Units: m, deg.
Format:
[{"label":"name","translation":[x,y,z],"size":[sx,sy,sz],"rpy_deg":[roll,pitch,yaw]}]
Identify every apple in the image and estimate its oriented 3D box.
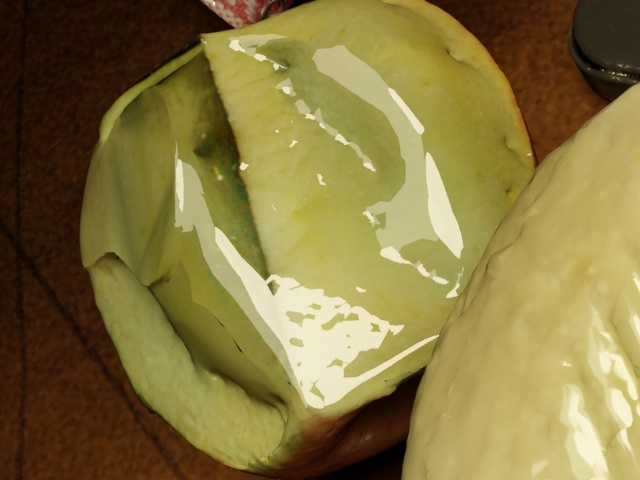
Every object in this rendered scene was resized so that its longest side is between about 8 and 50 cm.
[{"label":"apple","translation":[0.000,0.000,0.699],"size":[0.207,0.174,0.188],"rpy_deg":[-26,76,9]}]

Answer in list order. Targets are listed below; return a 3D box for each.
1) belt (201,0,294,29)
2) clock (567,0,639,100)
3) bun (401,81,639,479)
[{"label":"belt","translation":[-0.091,-0.192,0.902],"size":[0.053,0.071,0.232],"rpy_deg":[-50,53,7]},{"label":"clock","translation":[0.275,-0.172,0.724],"size":[0.273,0.049,0.279],"rpy_deg":[14,71,32]},{"label":"bun","translation":[0.211,0.096,0.502],"size":[0.352,0.227,0.349],"rpy_deg":[-17,81,12]}]
